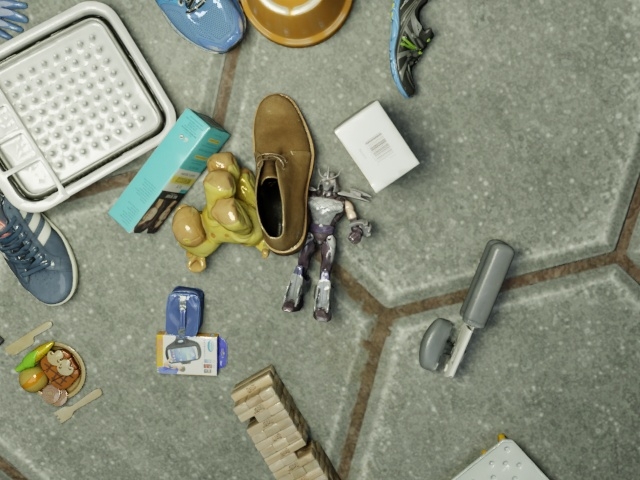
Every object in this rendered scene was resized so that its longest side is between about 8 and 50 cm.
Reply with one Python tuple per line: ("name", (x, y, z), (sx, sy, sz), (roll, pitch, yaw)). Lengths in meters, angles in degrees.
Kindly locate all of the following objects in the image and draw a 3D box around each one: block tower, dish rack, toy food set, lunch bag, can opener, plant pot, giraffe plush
("block tower", (-0.054, 0.419, 1.475), (0.097, 0.091, 0.335), (-30, 97, 8))
("dish rack", (-0.460, -0.238, 1.347), (0.333, 0.072, 0.285), (-32, 97, -8))
("toy food set", (-0.536, 0.267, 1.491), (0.132, 0.038, 0.192), (-34, 98, 8))
("lunch bag", (-0.264, 0.142, 1.444), (0.067, 0.065, 0.098), (4, 100, 2))
("can opener", (0.271, 0.127, 1.416), (0.095, 0.076, 0.283), (19, 100, -2))
("plant pot", (-0.044, -0.437, 1.265), (0.205, 0.188, 0.205), (0, 100, 2))
("giraffe plush", (-0.199, -0.037, 1.379), (0.171, 0.181, 0.210), (-19, 134, 16))

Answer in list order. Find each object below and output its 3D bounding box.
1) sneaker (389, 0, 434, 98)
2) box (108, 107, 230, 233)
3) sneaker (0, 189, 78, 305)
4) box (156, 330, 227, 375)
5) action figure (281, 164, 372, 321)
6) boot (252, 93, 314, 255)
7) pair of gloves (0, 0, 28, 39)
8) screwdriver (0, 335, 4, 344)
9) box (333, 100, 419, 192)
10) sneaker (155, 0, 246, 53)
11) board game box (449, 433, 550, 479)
("sneaker", (0.163, -0.350, 1.335), (0.078, 0.067, 0.188), (3, 98, 8))
("box", (-0.276, -0.123, 1.372), (0.060, 0.100, 0.244), (41, 100, 12))
("sneaker", (-0.580, -0.024, 1.383), (0.131, 0.148, 0.349), (-27, 99, 7))
("box", (-0.255, 0.224, 1.478), (0.136, 0.028, 0.081), (2, 100, 4))
("action figure", (0.000, 0.000, 1.392), (0.186, 0.099, 0.284), (10, 96, 15))
("boot", (-0.073, -0.133, 1.323), (0.113, 0.115, 0.305), (-7, 74, 10))
("pair of gloves", (-0.627, -0.375, 1.384), (0.160, 0.023, 0.198), (11, 100, 2))
("screwdriver", (-0.704, 0.156, 1.490), (0.170, 0.024, 0.025), (34, 129, 2))
("box", (0.095, -0.169, 1.319), (0.091, 0.170, 0.130), (-35, 97, 6))
("sneaker", (-0.262, -0.458, 1.291), (0.130, 0.147, 0.330), (-42, 97, 9))
("board game box", (0.353, 0.645, 1.522), (0.390, 0.050, 0.390), (-42, 97, 9))
